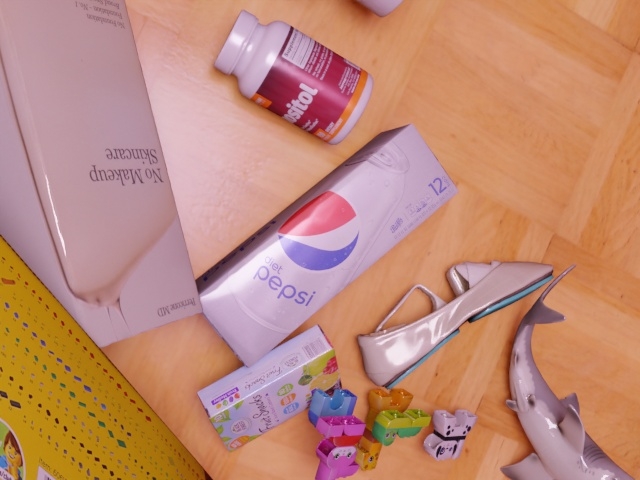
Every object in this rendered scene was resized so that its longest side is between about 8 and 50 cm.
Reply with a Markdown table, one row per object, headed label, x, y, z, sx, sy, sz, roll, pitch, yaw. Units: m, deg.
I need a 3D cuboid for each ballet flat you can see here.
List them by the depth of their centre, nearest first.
| label | x | y | z | sx | sy | sz | roll | pitch | yaw |
| --- | --- | --- | --- | --- | --- | --- | --- | --- | --- |
| ballet flat | 0.148 | 0.072 | 0.813 | 0.248 | 0.086 | 0.086 | -32 | 101 | -10 |

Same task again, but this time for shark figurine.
| label | x | y | z | sx | sy | sz | roll | pitch | yaw |
| --- | --- | --- | --- | --- | --- | --- | --- | --- | --- |
| shark figurine | 0.280 | 0.181 | 0.853 | 0.116 | 0.166 | 0.278 | -19 | 88 | -42 |

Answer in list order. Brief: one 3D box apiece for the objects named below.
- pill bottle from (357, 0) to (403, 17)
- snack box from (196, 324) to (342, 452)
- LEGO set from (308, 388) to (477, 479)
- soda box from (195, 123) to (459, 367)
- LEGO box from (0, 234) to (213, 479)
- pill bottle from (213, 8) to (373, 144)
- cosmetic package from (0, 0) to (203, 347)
| label | x | y | z | sx | sy | sz | roll | pitch | yaw |
| --- | --- | --- | --- | --- | --- | --- | --- | --- | --- |
| pill bottle | -0.027 | -0.361 | 0.681 | 0.318 | 0.176 | 0.176 | 34 | 85 | -15 |
| snack box | -0.049 | 0.157 | 0.752 | 0.141 | 0.037 | 0.100 | -27 | 145 | -12 |
| LEGO set | 0.057 | 0.219 | 0.782 | 0.227 | 0.087 | 0.093 | 9 | 101 | -40 |
| soda box | 0.000 | 0.000 | 0.754 | 0.286 | 0.098 | 0.091 | -39 | 102 | -9 |
| LEGO box | -0.320 | 0.192 | 0.469 | 0.372 | 0.193 | 0.500 | -20 | 131 | 4 |
| pill bottle | -0.029 | -0.169 | 0.740 | 0.152 | 0.086 | 0.086 | 27 | 86 | -14 |
| cosmetic package | -0.224 | -0.061 | 0.626 | 0.113 | 0.160 | 0.310 | -15 | 91 | 26 |
